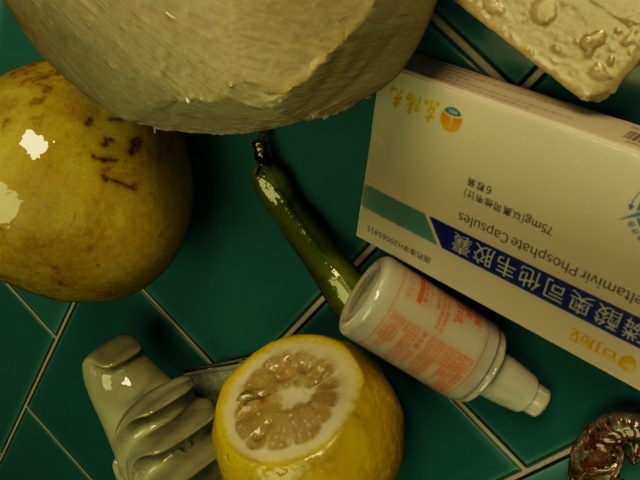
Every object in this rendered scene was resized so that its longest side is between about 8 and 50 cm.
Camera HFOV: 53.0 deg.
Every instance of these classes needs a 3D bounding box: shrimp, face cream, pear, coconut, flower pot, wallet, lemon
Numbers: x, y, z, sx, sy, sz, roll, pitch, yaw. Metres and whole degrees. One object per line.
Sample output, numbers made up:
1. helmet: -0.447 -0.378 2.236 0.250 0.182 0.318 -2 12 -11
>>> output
1. shrimp: 0.308 0.244 0.706 0.065 0.056 0.165 22 128 16
2. face cream: 0.149 0.121 0.707 0.252 0.101 0.101 32 131 -7
3. pear: -0.305 -0.083 0.812 0.304 0.304 0.304 16 122 27
4. coconut: -0.083 -0.249 0.495 0.346 0.360 0.346 21 123 37
5. flower pot: -0.251 0.343 1.046 0.254 0.164 0.367 26 135 40
6. wallet: -0.116 0.261 1.021 0.222 0.036 0.167 -18 104 40
7. lemon: -0.005 0.255 0.814 0.240 0.240 0.219 6 138 32

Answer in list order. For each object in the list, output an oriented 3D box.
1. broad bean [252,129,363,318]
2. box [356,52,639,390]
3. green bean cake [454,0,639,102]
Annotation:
1. broad bean: -0.007 0.005 0.786 0.325 0.067 0.075 54 148 3
2. box: 0.192 -0.027 0.593 0.343 0.065 0.200 29 128 32
3. green bean cake: 0.197 -0.207 0.518 0.179 0.085 0.109 42 131 7
